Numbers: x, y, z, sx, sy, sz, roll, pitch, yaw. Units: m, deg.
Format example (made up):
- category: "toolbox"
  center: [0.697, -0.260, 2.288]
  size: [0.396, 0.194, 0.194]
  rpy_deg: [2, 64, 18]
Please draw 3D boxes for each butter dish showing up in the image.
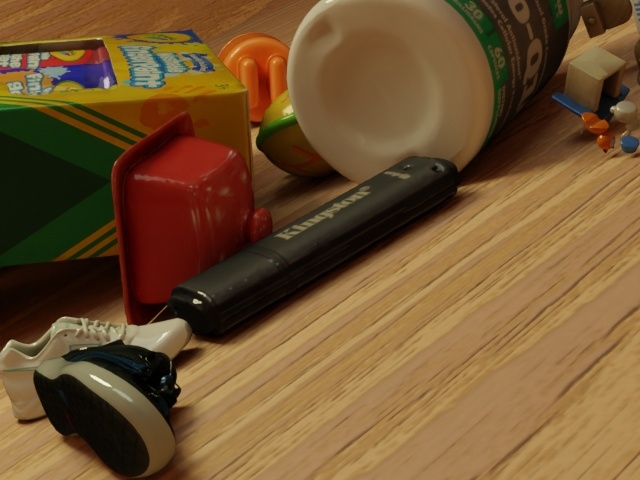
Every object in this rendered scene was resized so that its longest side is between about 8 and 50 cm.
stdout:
- category: "butter dish"
  center: [-0.098, -0.015, 1.036]
  size: [0.118, 0.160, 0.160]
  rpy_deg: [5, 23, 18]

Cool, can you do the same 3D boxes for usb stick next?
- category: "usb stick"
  center: [0.000, 0.000, 1.003]
  size: [0.278, 0.045, 0.077]
  rpy_deg: [-30, 16, -29]

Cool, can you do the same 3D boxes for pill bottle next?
- category: "pill bottle"
  center: [0.133, -0.204, 1.222]
  size: [0.204, 0.204, 0.361]
  rpy_deg: [-11, 19, 33]

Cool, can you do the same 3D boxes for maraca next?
- category: "maraca"
  center: [-0.006, -0.116, 1.321]
  size: [0.127, 0.099, 0.186]
  rpy_deg: [-12, -9, 4]

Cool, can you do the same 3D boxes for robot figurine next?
- category: "robot figurine"
  center: [-0.093, -0.248, 1.822]
  size: [0.158, 0.128, 0.219]
  rpy_deg: [-42, 17, 2]

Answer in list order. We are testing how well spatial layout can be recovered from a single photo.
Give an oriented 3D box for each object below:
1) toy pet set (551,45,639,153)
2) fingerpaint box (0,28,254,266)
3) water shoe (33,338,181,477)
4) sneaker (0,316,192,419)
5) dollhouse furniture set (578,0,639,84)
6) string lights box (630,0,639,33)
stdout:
- category: "toy pet set"
  center: [0.258, -0.110, 1.053]
  size: [0.122, 0.065, 0.114]
  rpy_deg: [-33, 54, -28]
- category: "fingerpaint box"
  center: [-0.288, -0.119, 1.311]
  size: [0.371, 0.163, 0.445]
  rpy_deg: [-5, 18, -11]
- category: "water shoe"
  center: [-0.128, 0.096, 0.797]
  size: [0.080, 0.073, 0.203]
  rpy_deg: [-26, 16, -25]
- category: "sneaker"
  center: [-0.173, 0.085, 0.918]
  size: [0.152, 0.061, 0.054]
  rpy_deg: [-20, 13, 1]
- category: "dollhouse furniture set"
  center: [0.325, -0.240, 1.190]
  size: [0.144, 0.151, 0.123]
  rpy_deg: [-17, 16, 25]
- category: "string lights box"
  center: [0.469, -0.289, 1.301]
  size: [0.133, 0.077, 0.259]
  rpy_deg: [-28, 17, -24]
